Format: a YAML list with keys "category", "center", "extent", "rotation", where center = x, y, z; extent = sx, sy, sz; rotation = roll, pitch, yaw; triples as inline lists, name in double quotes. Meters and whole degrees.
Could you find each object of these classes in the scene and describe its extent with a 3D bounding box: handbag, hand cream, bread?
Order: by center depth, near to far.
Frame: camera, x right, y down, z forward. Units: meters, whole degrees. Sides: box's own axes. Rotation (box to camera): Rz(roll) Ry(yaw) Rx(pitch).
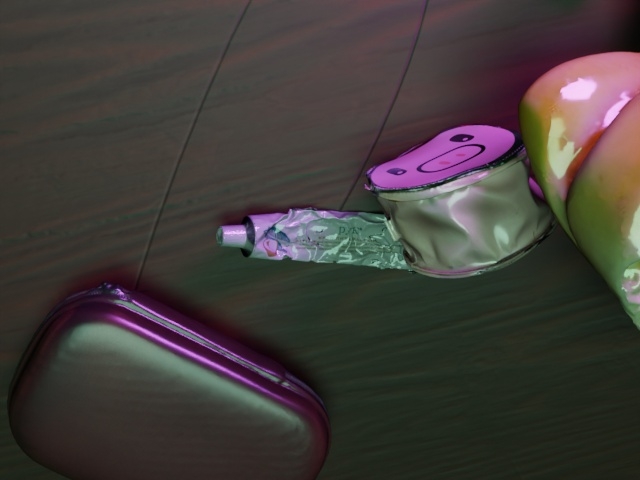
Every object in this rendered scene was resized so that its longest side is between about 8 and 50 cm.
- category: "bread"
  center: [0.374, -0.014, 0.944]
  extent: [0.424, 0.245, 0.329]
  rotation: [34, 72, -46]
- category: "handbag"
  center: [0.165, -0.051, 1.017]
  extent: [0.205, 0.179, 0.116]
  rotation: [-29, 114, -23]
- category: "hand cream"
  center: [-0.001, -0.001, 1.093]
  extent: [0.256, 0.050, 0.084]
  rotation: [0, 110, -13]

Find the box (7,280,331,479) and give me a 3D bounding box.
- category: "box"
  center: [-0.188, 0.227, 1.125]
  extent: [0.403, 0.108, 0.263]
  rotation: [30, 104, -13]
